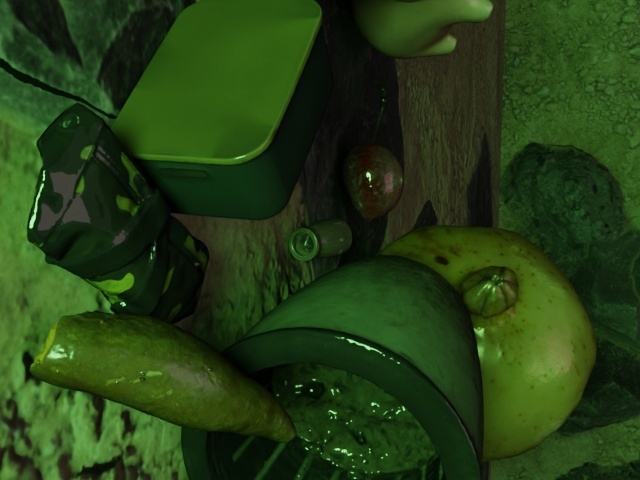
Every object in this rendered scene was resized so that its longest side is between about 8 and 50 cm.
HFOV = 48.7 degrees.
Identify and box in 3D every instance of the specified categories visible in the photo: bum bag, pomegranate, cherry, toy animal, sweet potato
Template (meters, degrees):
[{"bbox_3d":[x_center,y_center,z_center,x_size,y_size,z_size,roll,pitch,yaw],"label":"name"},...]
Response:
[{"bbox_3d":[-0.152,0.003,0.561,0.106,0.060,0.232,-64,148,-25],"label":"bum bag"},{"bbox_3d":[0.226,0.143,1.083,0.410,0.410,0.410,3,90,-68],"label":"pomegranate"},{"bbox_3d":[0.079,-0.137,1.083,0.107,0.090,0.225,20,64,-51],"label":"cherry"},{"bbox_3d":[0.118,-0.387,0.975,0.326,0.269,0.237,130,-25,-69],"label":"toy animal"},{"bbox_3d":[-0.105,0.110,0.567,0.244,0.077,0.077,26,66,-33],"label":"sweet potato"}]

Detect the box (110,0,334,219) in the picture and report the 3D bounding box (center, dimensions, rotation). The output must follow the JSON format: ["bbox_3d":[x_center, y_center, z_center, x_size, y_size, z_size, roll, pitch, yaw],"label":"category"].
[{"bbox_3d":[-0.076,-0.117,0.623,0.090,0.145,0.201,70,30,-50],"label":"box"}]

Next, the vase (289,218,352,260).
[{"bbox_3d":[0.000,0.000,0.944,0.101,0.053,0.053,-14,107,-63],"label":"vase"}]

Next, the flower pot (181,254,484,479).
[{"bbox_3d":[0.050,0.164,0.794,0.330,0.294,0.293,-47,136,-63],"label":"flower pot"}]
